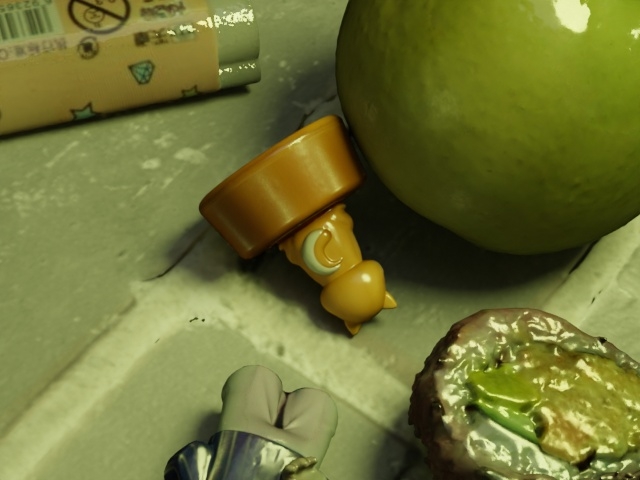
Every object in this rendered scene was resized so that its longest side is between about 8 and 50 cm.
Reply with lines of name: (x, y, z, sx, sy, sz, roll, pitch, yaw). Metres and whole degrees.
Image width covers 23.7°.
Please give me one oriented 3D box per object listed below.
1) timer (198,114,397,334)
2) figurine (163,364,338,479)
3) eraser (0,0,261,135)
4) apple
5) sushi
timer: (0.000, 0.000, 1.177, 0.132, 0.132, 0.152, -33, 88, -27)
figurine: (-0.045, 0.203, 1.006, 0.194, 0.133, 0.274, 41, 45, 8)
eraser: (-0.210, -0.181, 1.288, 0.290, 0.087, 0.171, -14, 59, -16)
apple: (0.160, -0.137, 1.183, 0.292, 0.254, 0.292, 19, 43, -19)
sushi: (0.175, 0.124, 1.096, 0.241, 0.107, 0.161, -7, 55, -22)
